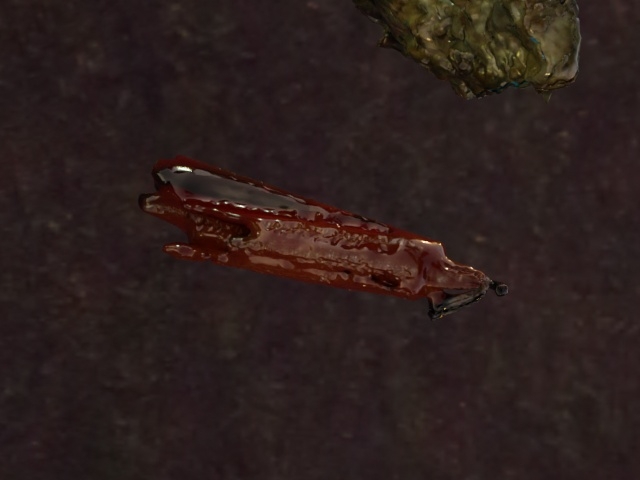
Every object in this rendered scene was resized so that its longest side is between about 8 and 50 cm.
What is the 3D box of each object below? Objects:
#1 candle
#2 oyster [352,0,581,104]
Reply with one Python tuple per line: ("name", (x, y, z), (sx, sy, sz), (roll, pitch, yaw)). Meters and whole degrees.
("candle", (0.000, 0.000, 1.111), (0.059, 0.301, 0.084), (65, 40, -72))
("oyster", (0.088, -0.177, 0.994), (0.092, 0.259, 0.198), (-47, 148, -20))
